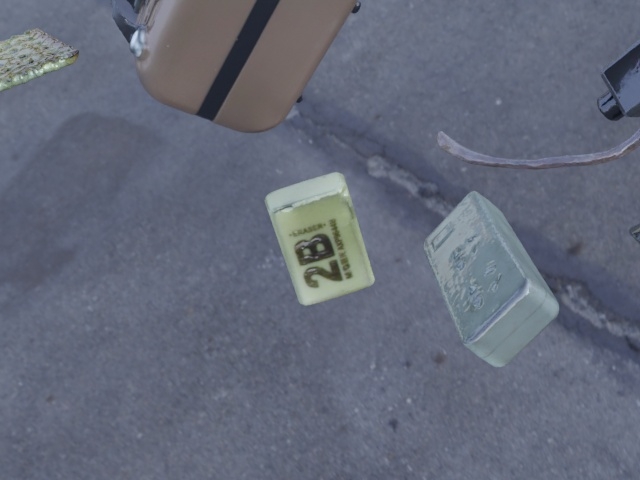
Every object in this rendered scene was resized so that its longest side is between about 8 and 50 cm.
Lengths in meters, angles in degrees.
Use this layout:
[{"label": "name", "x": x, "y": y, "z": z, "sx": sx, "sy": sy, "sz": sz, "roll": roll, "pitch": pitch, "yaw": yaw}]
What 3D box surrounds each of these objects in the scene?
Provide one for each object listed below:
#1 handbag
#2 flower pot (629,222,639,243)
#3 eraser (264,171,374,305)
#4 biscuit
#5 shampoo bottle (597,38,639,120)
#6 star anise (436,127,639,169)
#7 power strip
[{"label": "handbag", "x": -0.117, "y": -0.283, "z": 1.110, "sx": 0.302, "sy": 0.283, "sz": 0.149, "roll": -51, "pitch": 32, "yaw": 44}, {"label": "flower pot", "x": 0.496, "y": -0.009, "z": 1.227, "sx": 0.106, "sy": 0.157, "sz": 0.157, "roll": -58, "pitch": 42, "yaw": 16}, {"label": "eraser", "x": 0.000, "y": 0.000, "z": 1.343, "sx": 0.117, "sy": 0.172, "sz": 0.058, "roll": -17, "pitch": 30, "yaw": 1}, {"label": "biscuit", "x": -0.338, "y": -0.133, "z": 0.837, "sx": 0.232, "sy": 0.016, "sz": 0.139, "roll": -27, "pitch": 33, "yaw": -21}, {"label": "shampoo bottle", "x": 0.447, "y": -0.231, "z": 1.182, "sx": 0.246, "sy": 0.079, "sz": 0.080, "roll": -42, "pitch": 64, "yaw": 45}, {"label": "star anise", "x": 0.252, "y": -0.107, "z": 0.835, "sx": 0.227, "sy": 0.148, "sz": 0.218, "roll": -37, "pitch": 51, "yaw": -8}, {"label": "power strip", "x": 0.169, "y": 0.023, "z": 1.011, "sx": 0.093, "sy": 0.053, "sz": 0.288, "roll": -49, "pitch": 20, "yaw": 16}]
